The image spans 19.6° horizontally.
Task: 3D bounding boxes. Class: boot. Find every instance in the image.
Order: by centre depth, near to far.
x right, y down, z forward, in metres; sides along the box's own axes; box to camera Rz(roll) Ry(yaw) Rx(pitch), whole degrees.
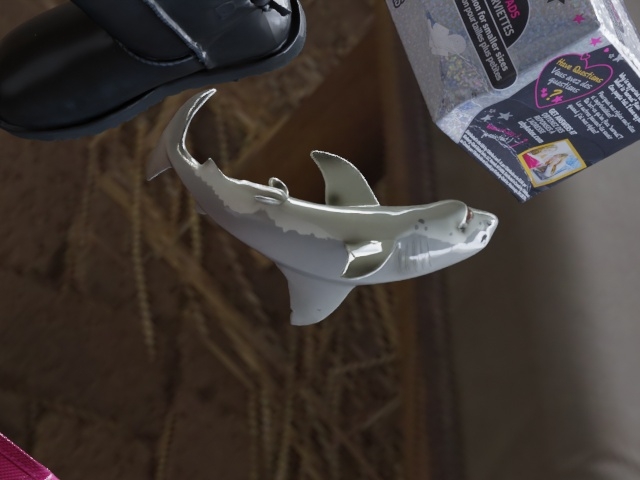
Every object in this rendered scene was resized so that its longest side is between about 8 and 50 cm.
[{"bbox_3d":[-0.066,-0.073,0.577,0.099,0.121,0.045,45,33,-70],"label":"boot"}]

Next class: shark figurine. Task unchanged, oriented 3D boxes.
[{"bbox_3d":[-0.028,0.001,1.353,0.278,0.116,0.166,19,35,13],"label":"shark figurine"}]

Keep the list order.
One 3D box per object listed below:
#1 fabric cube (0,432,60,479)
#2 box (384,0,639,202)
[{"bbox_3d":[-0.308,0.172,1.014,0.254,0.259,0.258,36,77,8],"label":"fabric cube"},{"bbox_3d":[0.136,-0.185,1.369,0.163,0.142,0.247,36,29,-54],"label":"box"}]
